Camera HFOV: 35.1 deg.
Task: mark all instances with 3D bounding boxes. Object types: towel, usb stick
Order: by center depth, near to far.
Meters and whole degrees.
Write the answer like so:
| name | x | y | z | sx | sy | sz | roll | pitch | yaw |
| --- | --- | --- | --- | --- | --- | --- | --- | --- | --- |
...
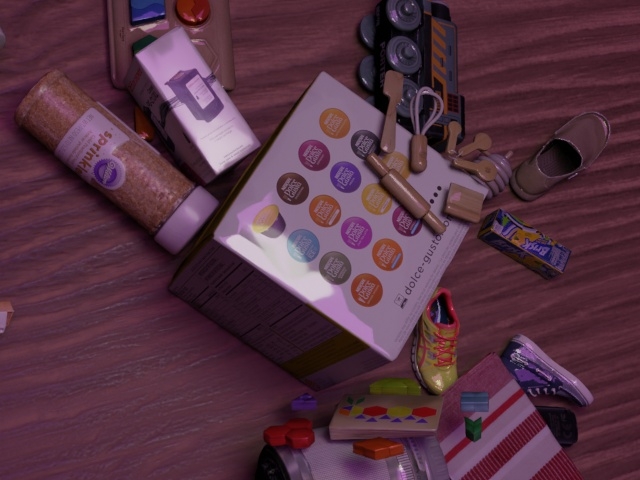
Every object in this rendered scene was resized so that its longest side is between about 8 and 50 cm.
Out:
| name | x | y | z | sx | sy | sz | roll | pitch | yaw |
| --- | --- | --- | --- | --- | --- | --- | --- | --- | --- |
| towel | 0.321 | 0.390 | 1.772 | 0.237 | 0.037 | 0.329 | -33 | 87 | -31 |
| usb stick | 0.341 | 0.336 | 1.847 | 0.277 | 0.045 | 0.077 | 6 | 67 | -17 |

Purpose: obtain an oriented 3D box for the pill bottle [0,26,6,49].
| name | x | y | z | sx | sy | sz | roll | pitch | yaw |
| --- | --- | --- | --- | --- | --- | --- | --- | --- | --- |
| pill bottle | -0.641 | -0.430 | 1.648 | 0.169 | 0.169 | 0.302 | -30 | 87 | -23 |

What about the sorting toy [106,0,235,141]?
| name | x | y | z | sx | sy | sz | roll | pitch | yaw |
| --- | --- | --- | --- | --- | --- | --- | --- | --- | --- |
| sorting toy | -0.263 | -0.328 | 1.818 | 0.229 | 0.041 | 0.307 | -1 | 76 | -19 |

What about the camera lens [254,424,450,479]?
| name | x | y | z | sx | sy | sz | roll | pitch | yaw |
| --- | --- | --- | --- | --- | --- | --- | --- | --- | --- |
| camera lens | 0.045 | 0.404 | 1.632 | 0.274 | 0.219 | 0.220 | -9 | 79 | -20 |

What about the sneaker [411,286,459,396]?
| name | x | y | z | sx | sy | sz | roll | pitch | yaw |
| --- | --- | --- | --- | --- | --- | --- | --- | --- | --- |
| sneaker | 0.213 | 0.179 | 1.818 | 0.081 | 0.094 | 0.209 | -5 | 79 | -21 |

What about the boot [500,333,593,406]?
| name | x | y | z | sx | sy | sz | roll | pitch | yaw |
| --- | --- | --- | --- | --- | --- | --- | --- | --- | --- |
| boot | 0.412 | 0.266 | 1.883 | 0.190 | 0.069 | 0.086 | 40 | 74 | 3 |

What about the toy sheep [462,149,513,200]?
| name | x | y | z | sx | sy | sz | roll | pitch | yaw |
| --- | --- | --- | --- | --- | --- | --- | --- | --- | --- |
| toy sheep | 0.321 | -0.127 | 1.941 | 0.091 | 0.091 | 0.132 | 43 | 85 | -4 |

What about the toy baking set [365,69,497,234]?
| name | x | y | z | sx | sy | sz | roll | pitch | yaw |
| --- | --- | --- | --- | --- | --- | --- | --- | --- | --- |
| toy baking set | 0.162 | -0.134 | 1.558 | 0.256 | 0.030 | 0.197 | 41 | 61 | -4 |

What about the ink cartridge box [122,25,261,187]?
| name | x | y | z | sx | sy | sz | roll | pitch | yaw |
| --- | --- | --- | --- | --- | --- | --- | --- | --- | --- |
| ink cartridge box | -0.221 | -0.217 | 1.707 | 0.100 | 0.172 | 0.237 | -35 | 94 | -19 |

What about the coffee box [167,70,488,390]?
| name | x | y | z | sx | sy | sz | roll | pitch | yaw |
| --- | --- | --- | --- | --- | --- | --- | --- | --- | --- |
| coffee box | 0.000 | 0.000 | 1.659 | 0.334 | 0.338 | 0.338 | 35 | 66 | -7 |

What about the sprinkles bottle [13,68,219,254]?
| name | x | y | z | sx | sy | sz | roll | pitch | yaw |
| --- | --- | --- | --- | --- | --- | --- | --- | --- | --- |
| sprinkles bottle | -0.340 | -0.130 | 1.698 | 0.355 | 0.121 | 0.121 | 40 | 67 | -5 |

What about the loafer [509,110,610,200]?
| name | x | y | z | sx | sy | sz | roll | pitch | yaw |
| --- | --- | --- | --- | --- | --- | --- | --- | --- | --- |
| loafer | 0.493 | -0.172 | 2.005 | 0.268 | 0.092 | 0.102 | -39 | 91 | -23 |

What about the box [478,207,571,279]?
| name | x | y | z | sx | sy | sz | roll | pitch | yaw |
| --- | --- | --- | --- | --- | --- | --- | --- | --- | --- |
| box | 0.391 | 0.007 | 1.941 | 0.168 | 0.059 | 0.054 | 31 | 67 | -9 |

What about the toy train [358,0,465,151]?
| name | x | y | z | sx | sy | sz | roll | pitch | yaw |
| --- | --- | --- | --- | --- | --- | --- | --- | --- | --- |
| toy train | 0.179 | -0.320 | 1.924 | 0.190 | 0.142 | 0.334 | 10 | 71 | -29 |

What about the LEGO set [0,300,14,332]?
| name | x | y | z | sx | sy | sz | roll | pitch | yaw |
| --- | --- | --- | --- | --- | --- | --- | --- | --- | --- |
| LEGO set | -0.630 | 0.134 | 1.561 | 0.287 | 0.107 | 0.132 | -34 | 123 | -28 |

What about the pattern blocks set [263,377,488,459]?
| name | x | y | z | sx | sy | sz | roll | pitch | yaw |
| --- | --- | --- | --- | --- | --- | --- | --- | --- | --- |
| pattern blocks set | 0.101 | 0.280 | 1.601 | 0.324 | 0.285 | 0.026 | 1 | 104 | 20 |
